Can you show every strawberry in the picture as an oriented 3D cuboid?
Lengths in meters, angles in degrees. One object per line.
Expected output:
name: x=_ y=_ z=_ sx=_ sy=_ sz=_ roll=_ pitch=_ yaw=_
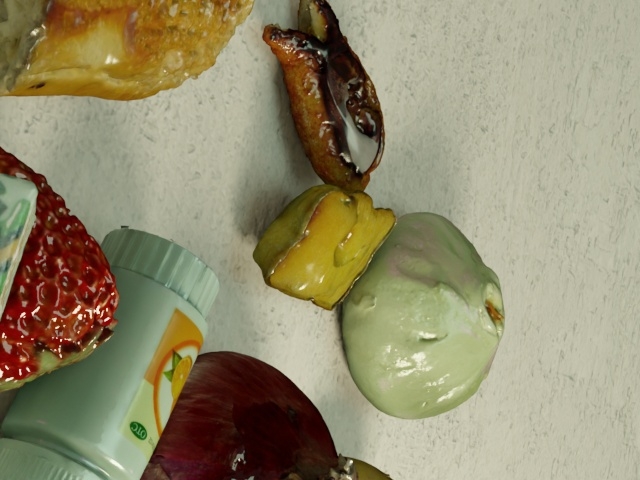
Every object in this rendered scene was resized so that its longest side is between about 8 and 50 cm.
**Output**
strawberry: x=-0.308 y=0.018 z=1.691 sx=0.205 sy=0.205 sz=0.244 roll=-21 pitch=90 yaw=-52

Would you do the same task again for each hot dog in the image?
hot dog: x=-0.211 y=-0.324 z=1.771 sx=0.365 sy=0.196 sz=0.367 roll=-1 pitch=101 yaw=-53

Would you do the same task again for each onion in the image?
onion: x=-0.071 y=0.295 z=1.968 sx=0.347 sy=0.285 sz=0.347 roll=22 pitch=64 yaw=-53

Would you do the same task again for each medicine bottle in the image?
medicine bottle: x=-0.230 y=0.152 z=1.828 sx=0.158 sy=0.158 sz=0.318 roll=51 pitch=55 yaw=-45

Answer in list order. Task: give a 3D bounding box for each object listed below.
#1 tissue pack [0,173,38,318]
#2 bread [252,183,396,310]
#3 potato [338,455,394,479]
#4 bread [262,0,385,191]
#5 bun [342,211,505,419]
tissue pack: x=-0.401 y=0.067 z=1.510 sx=0.128 sy=0.228 sz=0.311 roll=129 pitch=-23 yaw=-73
bread: x=0.000 y=0.000 z=2.174 sx=0.160 sy=0.088 sz=0.233 roll=-61 pitch=159 yaw=1
potato: x=0.050 y=0.354 z=2.275 sx=0.137 sy=0.137 sz=0.176 roll=-54 pitch=136 yaw=-36
bread: x=0.005 y=-0.185 z=2.191 sx=0.139 sy=0.095 sz=0.269 roll=-48 pitch=117 yaw=-44
bun: x=0.166 y=0.109 z=2.358 sx=0.293 sy=0.187 sz=0.293 roll=-24 pitch=118 yaw=-56
